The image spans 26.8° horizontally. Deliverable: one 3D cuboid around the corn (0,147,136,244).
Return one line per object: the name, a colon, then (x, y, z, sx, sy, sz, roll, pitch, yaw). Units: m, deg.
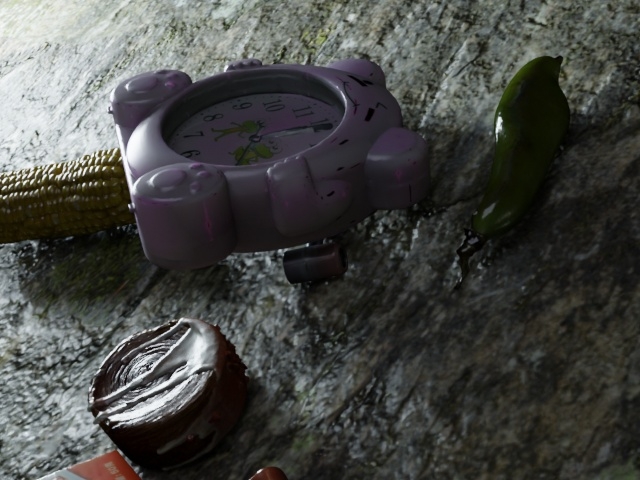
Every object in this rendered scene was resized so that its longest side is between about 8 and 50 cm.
corn: (-0.336, -0.049, 1.663, 0.313, 0.102, 0.102, -7, 43, 27)

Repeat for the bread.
bread: (-0.150, 0.152, 1.353, 0.160, 0.073, 0.160, -19, 37, 15)

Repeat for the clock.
clock: (-0.060, -0.100, 1.485, 0.322, 0.113, 0.295, -12, 36, -8)

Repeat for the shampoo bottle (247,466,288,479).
shampoo bottle: (-0.010, 0.281, 1.125, 0.085, 0.085, 0.244, -31, 38, -3)

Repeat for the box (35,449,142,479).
box: (-0.237, 0.310, 1.174, 0.265, 0.048, 0.273, -19, 34, -28)

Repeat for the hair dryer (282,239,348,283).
hair dryer: (0.000, 0.000, 1.465, 0.063, 0.037, 0.114, -11, 35, 17)

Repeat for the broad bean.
broad bean: (0.207, -0.091, 1.412, 0.075, 0.067, 0.325, -7, 41, 37)
